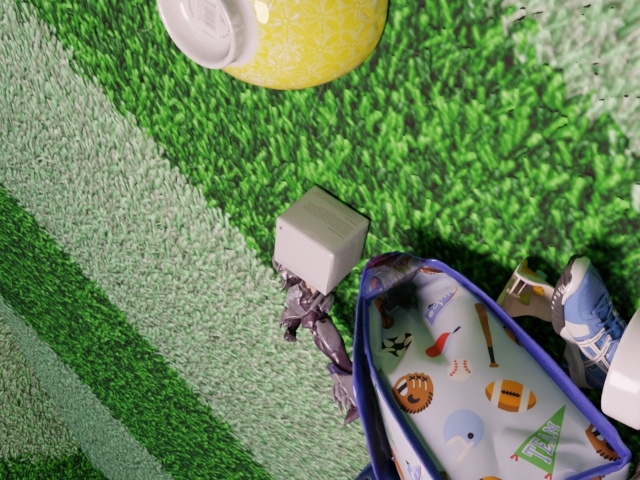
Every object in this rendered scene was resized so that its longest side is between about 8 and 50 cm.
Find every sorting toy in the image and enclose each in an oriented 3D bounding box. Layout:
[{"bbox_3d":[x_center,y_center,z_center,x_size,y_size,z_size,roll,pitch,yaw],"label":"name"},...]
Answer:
[{"bbox_3d":[0.260,0.067,0.997,0.075,0.045,0.083,31,146,11],"label":"sorting toy"}]

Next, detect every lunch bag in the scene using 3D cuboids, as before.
[{"bbox_3d":[0.177,0.236,1.056,0.385,0.239,0.328,57,170,38],"label":"lunch bag"}]

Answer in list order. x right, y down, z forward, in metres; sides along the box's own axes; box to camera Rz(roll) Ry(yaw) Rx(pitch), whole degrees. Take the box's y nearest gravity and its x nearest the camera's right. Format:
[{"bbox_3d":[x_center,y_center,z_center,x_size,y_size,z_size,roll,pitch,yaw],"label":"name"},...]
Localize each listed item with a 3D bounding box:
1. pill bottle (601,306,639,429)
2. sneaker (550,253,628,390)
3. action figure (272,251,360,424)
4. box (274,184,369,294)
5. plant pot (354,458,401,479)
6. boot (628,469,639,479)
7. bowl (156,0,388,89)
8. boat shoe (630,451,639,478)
[{"bbox_3d":[0.431,0.166,0.793,0.283,0.160,0.160,24,141,32],"label":"pill bottle"},{"bbox_3d":[0.315,0.096,0.935,0.081,0.080,0.211,13,145,39],"label":"sneaker"},{"bbox_3d":[0.001,0.139,1.294,0.285,0.099,0.185,60,166,6],"label":"action figure"},{"bbox_3d":[0.000,0.000,1.178,0.101,0.087,0.102,34,146,19],"label":"box"},{"bbox_3d":[0.120,0.521,1.491,0.236,0.212,0.236,40,148,11],"label":"plant pot"},{"bbox_3d":[0.416,0.277,0.753,0.246,0.083,0.161,24,168,3],"label":"boot"},{"bbox_3d":[-0.086,-0.276,0.916,0.289,0.156,0.289,31,145,24],"label":"bowl"},{"bbox_3d":[0.394,0.271,0.938,0.080,0.073,0.223,37,-175,37],"label":"boat shoe"}]
